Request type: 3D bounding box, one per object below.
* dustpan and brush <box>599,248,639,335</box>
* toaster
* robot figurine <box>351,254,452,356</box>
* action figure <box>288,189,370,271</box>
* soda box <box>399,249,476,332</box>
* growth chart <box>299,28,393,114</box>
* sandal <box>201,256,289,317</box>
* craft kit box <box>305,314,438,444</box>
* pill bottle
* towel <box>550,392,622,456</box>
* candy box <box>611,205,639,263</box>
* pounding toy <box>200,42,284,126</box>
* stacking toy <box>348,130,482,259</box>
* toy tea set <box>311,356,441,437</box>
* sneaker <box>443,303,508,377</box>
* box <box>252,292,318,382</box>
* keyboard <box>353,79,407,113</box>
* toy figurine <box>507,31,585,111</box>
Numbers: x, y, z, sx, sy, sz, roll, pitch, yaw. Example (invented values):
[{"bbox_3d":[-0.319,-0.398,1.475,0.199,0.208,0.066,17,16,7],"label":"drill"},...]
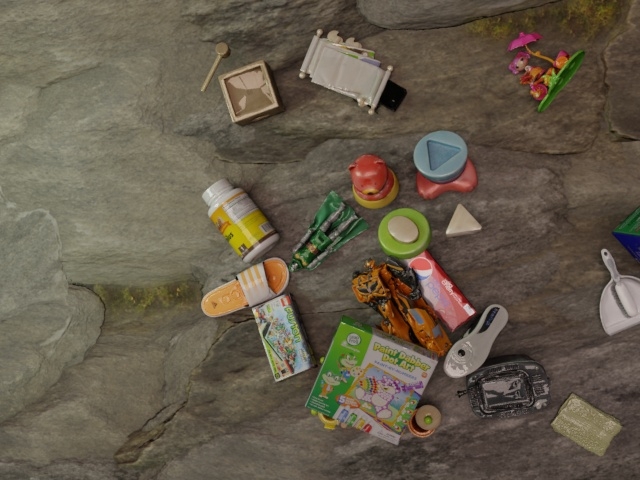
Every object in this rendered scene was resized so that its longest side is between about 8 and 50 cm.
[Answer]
[{"bbox_3d":[0.727,0.115,1.681,0.147,0.060,0.211,-26,88,10],"label":"dustpan and brush"},{"bbox_3d":[0.444,0.355,1.695,0.227,0.146,0.129,-13,89,9],"label":"toaster"},{"bbox_3d":[0.190,0.172,1.718,0.291,0.085,0.211,55,139,-5],"label":"robot figurine"},{"bbox_3d":[0.000,0.000,1.804,0.137,0.063,0.232,44,102,2],"label":"action figure"},{"bbox_3d":[0.277,0.100,1.741,0.083,0.092,0.263,-39,86,8],"label":"soda box"},{"bbox_3d":[0.067,-0.440,1.769,0.237,0.021,0.172,27,75,7],"label":"growth chart"},{"bbox_3d":[-0.203,0.138,1.832,0.265,0.076,0.102,-28,88,10],"label":"sandal"},{"bbox_3d":[0.121,0.338,1.670,0.250,0.061,0.247,22,103,1],"label":"craft kit box"},{"bbox_3d":[-0.212,-0.054,1.806,0.117,0.117,0.215,-39,85,9],"label":"pill bottle"},{"bbox_3d":[0.661,0.461,1.723,0.148,0.027,0.110,31,98,7],"label":"towel"},{"bbox_3d":[0.815,0.046,1.534,0.122,0.317,0.268,-43,86,7],"label":"candy box"},{"bbox_3d":[-0.214,-0.409,1.804,0.181,0.094,0.206,-18,89,9],"label":"pounding toy"},{"bbox_3d":[0.232,-0.121,1.671,0.309,0.130,0.279,-19,63,8],"label":"stacking toy"},{"bbox_3d":[0.140,0.405,1.760,0.336,0.124,0.200,5,93,10],"label":"toy tea set"},{"bbox_3d":[0.380,0.259,1.709,0.079,0.121,0.217,40,79,13],"label":"sneaker"},{"bbox_3d":[-0.094,0.253,1.809,0.114,0.036,0.207,-25,70,10],"label":"box"},{"bbox_3d":[0.119,-0.390,1.787,0.192,0.038,0.100,32,74,9],"label":"keyboard"},{"bbox_3d":[0.524,-0.428,1.687,0.159,0.130,0.173,41,123,19],"label":"toy figurine"}]
